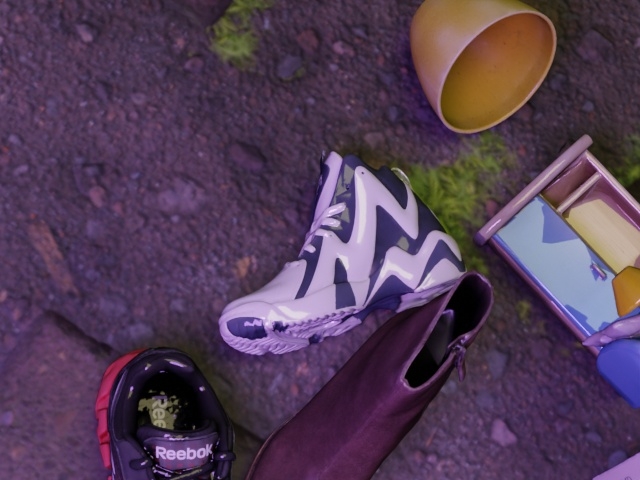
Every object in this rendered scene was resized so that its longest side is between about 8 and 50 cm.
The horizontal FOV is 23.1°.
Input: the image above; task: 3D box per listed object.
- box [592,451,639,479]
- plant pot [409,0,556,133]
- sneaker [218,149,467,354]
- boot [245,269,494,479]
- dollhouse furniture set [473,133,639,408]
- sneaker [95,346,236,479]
[{"bbox_3d":[0.352,0.268,1.311,0.127,0.148,0.232,-19,74,-20],"label":"box"},{"bbox_3d":[0.136,-0.180,1.455,0.134,0.134,0.095,-25,52,-22],"label":"plant pot"},{"bbox_3d":[0.000,0.000,1.355,0.235,0.094,0.153,-18,73,-21],"label":"sneaker"},{"bbox_3d":[0.031,0.139,1.244,0.090,0.207,0.248,39,65,2],"label":"boot"},{"bbox_3d":[0.295,-0.029,1.299,0.286,0.303,0.198,-42,85,-8],"label":"dollhouse furniture set"},{"bbox_3d":[-0.116,0.206,1.220,0.097,0.135,0.276,-3,71,-18],"label":"sneaker"}]
